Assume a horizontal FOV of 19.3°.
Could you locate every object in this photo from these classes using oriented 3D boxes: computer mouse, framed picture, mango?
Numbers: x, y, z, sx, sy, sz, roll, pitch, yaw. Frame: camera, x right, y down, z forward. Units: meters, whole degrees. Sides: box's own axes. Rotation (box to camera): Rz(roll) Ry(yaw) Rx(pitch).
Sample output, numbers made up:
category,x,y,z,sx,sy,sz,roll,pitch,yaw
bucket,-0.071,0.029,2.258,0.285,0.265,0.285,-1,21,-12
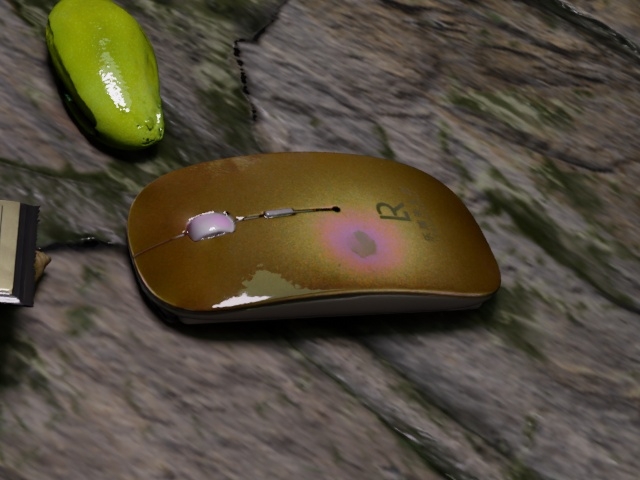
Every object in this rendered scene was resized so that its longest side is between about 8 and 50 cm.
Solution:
category,x,y,z,sx,sy,sz,roll,pitch,yaw
computer mouse,0.000,0.000,1.510,0.310,0.072,0.158,-2,46,-23
framed picture,-0.302,-0.002,1.362,0.199,0.010,0.195,5,22,-10
mango,-0.176,-0.145,1.578,0.091,0.074,0.165,-10,52,-33

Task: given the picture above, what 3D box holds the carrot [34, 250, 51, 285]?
category,x,y,z,sx,sy,sz,roll,pitch,yaw
carrot,-0.336,0.044,1.329,0.342,0.070,0.070,-15,54,-35
